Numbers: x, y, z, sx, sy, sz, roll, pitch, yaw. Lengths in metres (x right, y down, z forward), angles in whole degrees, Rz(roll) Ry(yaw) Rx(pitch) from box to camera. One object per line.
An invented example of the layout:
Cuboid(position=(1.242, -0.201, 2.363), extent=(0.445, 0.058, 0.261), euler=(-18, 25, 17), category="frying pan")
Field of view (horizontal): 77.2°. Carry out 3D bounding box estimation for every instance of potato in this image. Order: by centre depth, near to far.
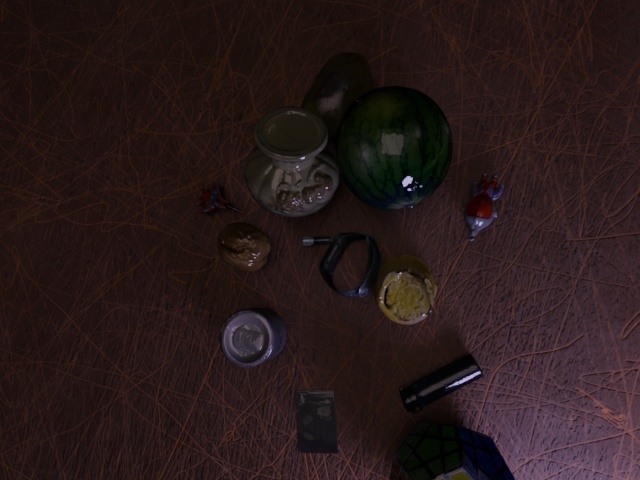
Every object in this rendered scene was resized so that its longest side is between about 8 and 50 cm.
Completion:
Cuboid(position=(0.061, -0.471, 1.315), extent=(0.210, 0.173, 0.307), euler=(24, 90, 17), category="potato")

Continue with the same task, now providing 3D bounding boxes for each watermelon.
Cuboid(position=(0.214, -0.264, 1.170), extent=(0.364, 0.363, 0.362), euler=(-2, 81, 12), category="watermelon")

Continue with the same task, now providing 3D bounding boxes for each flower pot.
Cuboid(position=(-0.088, -0.243, 1.228), extent=(0.308, 0.244, 0.307), euler=(1, 57, -1), category="flower pot")

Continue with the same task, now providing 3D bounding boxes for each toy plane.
Cuboid(position=(-0.355, -0.133, 1.414), extent=(0.189, 0.061, 0.130), euler=(24, 87, 10), category="toy plane")

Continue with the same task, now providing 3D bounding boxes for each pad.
Cuboid(position=(-0.013, 0.570, 1.262), extent=(0.128, 0.004, 0.189), euler=(-6, 81, 11), category="pad")

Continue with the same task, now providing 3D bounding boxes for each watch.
Cuboid(position=(0.098, 0.070, 1.249), extent=(0.193, 0.068, 0.206), euler=(29, 86, 40), category="watch")

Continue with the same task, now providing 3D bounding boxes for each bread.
Cuboid(position=(0.250, 0.145, 1.184), extent=(0.197, 0.170, 0.196), euler=(1, 94, 8), category="bread")

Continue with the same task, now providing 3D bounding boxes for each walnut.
Cuboid(position=(-0.257, 0.019, 1.324), extent=(0.184, 0.155, 0.155), euler=(26, 88, 17), category="walnut")

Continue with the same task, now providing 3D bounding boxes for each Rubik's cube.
Cuboid(position=(0.336, 0.632, 1.040), extent=(0.319, 0.319, 0.264), euler=(46, 120, 15), category="Rubik's cube")

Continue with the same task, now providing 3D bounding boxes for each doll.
Cuboid(position=(0.486, -0.102, 1.216), extent=(0.102, 0.075, 0.227), euler=(12, 74, 28), category="doll")

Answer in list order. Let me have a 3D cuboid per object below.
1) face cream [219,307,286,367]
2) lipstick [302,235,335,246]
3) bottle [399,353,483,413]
Cuboid(position=(-0.211, 0.303, 1.269), extent=(0.178, 0.153, 0.177), euler=(-2, 82, 11), category="face cream")
Cuboid(position=(0.000, 0.000, 1.329), extent=(0.116, 0.037, 0.037), euler=(-3, 81, 9), category="lipstick")
Cuboid(position=(0.349, 0.420, 1.168), extent=(0.245, 0.072, 0.082), euler=(-29, 59, 7), category="bottle")
